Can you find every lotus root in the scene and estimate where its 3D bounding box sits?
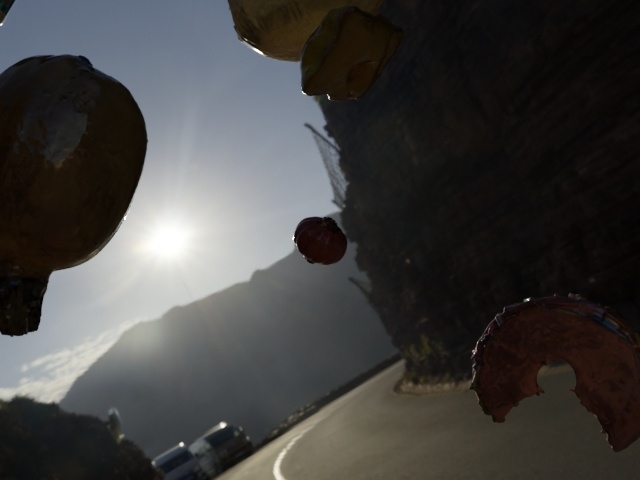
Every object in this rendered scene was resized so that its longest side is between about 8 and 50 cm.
[{"bbox_3d":[-0.294,-0.053,0.670,0.183,0.309,0.183,12,-17,4],"label":"lotus root"}]

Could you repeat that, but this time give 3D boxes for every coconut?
[{"bbox_3d":[-0.048,-0.611,1.372,0.415,0.415,0.345,-33,-22,16],"label":"coconut"}]

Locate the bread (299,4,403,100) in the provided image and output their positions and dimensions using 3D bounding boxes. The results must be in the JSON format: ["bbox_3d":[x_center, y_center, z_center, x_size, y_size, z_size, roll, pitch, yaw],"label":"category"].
[{"bbox_3d":[0.049,-0.320,1.071,0.161,0.088,0.233,-46,-20,26],"label":"bread"}]

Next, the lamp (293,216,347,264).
[{"bbox_3d":[0.000,0.000,1.205,0.107,0.107,0.092,-13,-43,-57],"label":"lamp"}]

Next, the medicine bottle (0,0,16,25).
[{"bbox_3d":[-0.449,-0.405,0.871,0.191,0.107,0.107,-63,-9,-6],"label":"medicine bottle"}]

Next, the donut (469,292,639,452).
[{"bbox_3d":[0.321,0.161,0.833,0.233,0.199,0.085,11,19,21],"label":"donut"}]
